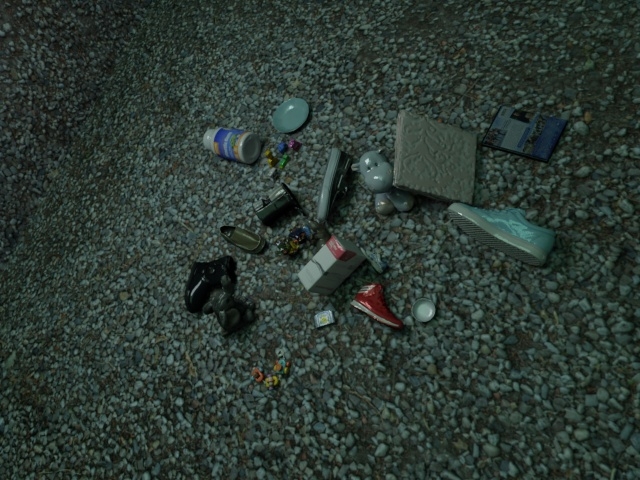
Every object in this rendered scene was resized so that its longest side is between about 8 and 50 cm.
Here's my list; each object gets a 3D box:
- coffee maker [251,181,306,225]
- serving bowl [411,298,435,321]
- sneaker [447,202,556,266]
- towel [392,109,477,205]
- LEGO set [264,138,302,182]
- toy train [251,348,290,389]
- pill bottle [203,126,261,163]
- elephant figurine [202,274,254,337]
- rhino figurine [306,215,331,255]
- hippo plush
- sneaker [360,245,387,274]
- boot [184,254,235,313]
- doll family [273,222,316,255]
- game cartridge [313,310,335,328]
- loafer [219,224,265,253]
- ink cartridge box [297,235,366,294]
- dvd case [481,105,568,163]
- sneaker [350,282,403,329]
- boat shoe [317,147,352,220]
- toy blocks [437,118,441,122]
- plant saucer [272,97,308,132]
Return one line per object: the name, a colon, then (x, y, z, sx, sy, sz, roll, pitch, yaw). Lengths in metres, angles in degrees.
coffee maker: (-0.189, -0.140, 1.936, 0.178, 0.120, 0.171, -36, 60, 8)
serving bowl: (0.369, 0.250, 1.578, 0.083, 0.027, 0.084, -9, 67, 21)
sneaker: (0.628, -0.056, 1.538, 0.365, 0.135, 0.150, 33, 78, 22)
towel: (0.429, -0.305, 1.656, 0.331, 0.053, 0.317, 14, 72, -15)
LEGO set: (-0.198, -0.396, 2.060, 0.087, 0.093, 0.227, 32, 85, 31)
toy train: (-0.198, 0.504, 1.721, 0.166, 0.046, 0.125, -44, 59, 3)
pill bottle: (-0.438, -0.471, 2.165, 0.271, 0.152, 0.153, 17, 77, 29)
elephant figurine: (-0.387, 0.270, 1.788, 0.169, 0.239, 0.186, -13, 65, 19)
rhino figurine: (0.000, 0.000, 1.811, 0.073, 0.106, 0.244, -52, 45, 48)
hippo plush: (0.262, -0.268, 1.715, 0.234, 0.236, 0.294, -27, 61, 13)
sneaker: (0.208, 0.069, 1.719, 0.058, 0.052, 0.135, -37, 66, -5)
boot: (-0.481, 0.190, 1.947, 0.207, 0.094, 0.247, -11, 59, 24)
doll family: (-0.099, 0.004, 1.865, 0.193, 0.076, 0.111, -39, 54, 2)
game cartridge: (0.015, 0.304, 1.724, 0.083, 0.017, 0.056, -21, 59, 15)
loafer: (-0.358, -0.010, 1.978, 0.251, 0.087, 0.095, 15, 76, 29)
ink cartridge box: (0.043, 0.099, 1.683, 0.218, 0.158, 0.092, -49, 56, 17)
dvd case: (0.763, -0.403, 1.670, 0.252, 0.022, 0.181, 25, 82, 30)
sneaker: (0.224, 0.229, 1.620, 0.221, 0.087, 0.128, 25, 83, 29)
boat shoe: (0.066, -0.233, 1.854, 0.119, 0.121, 0.336, 15, 75, -6)
toy blocks: (0.465, -0.435, 1.759, 0.148, 0.123, 0.054, -19, 49, 17)
plant saucer: (-0.138, -0.599, 2.148, 0.194, 0.037, 0.195, -9, 66, 22)
